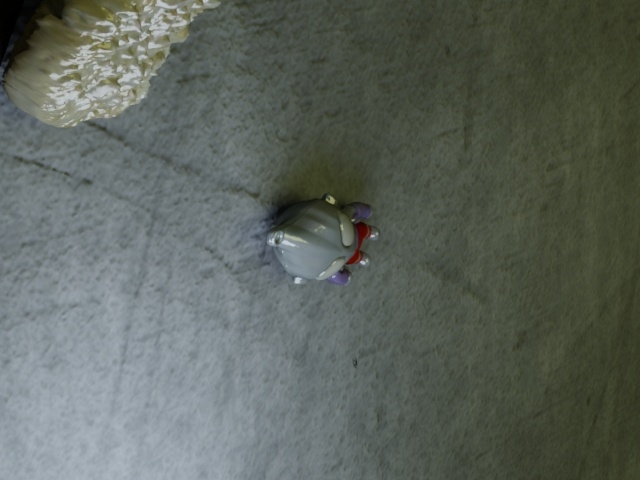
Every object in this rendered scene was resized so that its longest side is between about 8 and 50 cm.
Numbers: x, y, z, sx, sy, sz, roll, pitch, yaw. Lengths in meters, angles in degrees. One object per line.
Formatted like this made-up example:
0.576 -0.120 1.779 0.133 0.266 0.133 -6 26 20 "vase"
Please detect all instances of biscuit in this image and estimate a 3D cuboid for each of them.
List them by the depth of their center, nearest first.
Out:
-0.173 -0.179 1.298 0.179 0.281 0.084 -32 82 -42 "biscuit"

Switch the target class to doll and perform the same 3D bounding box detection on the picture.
0.000 0.000 1.695 0.227 0.075 0.102 10 100 -65 "doll"

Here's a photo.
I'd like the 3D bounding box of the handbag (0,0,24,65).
-0.342 -0.140 1.208 0.223 0.080 0.247 29 75 -51 "handbag"
